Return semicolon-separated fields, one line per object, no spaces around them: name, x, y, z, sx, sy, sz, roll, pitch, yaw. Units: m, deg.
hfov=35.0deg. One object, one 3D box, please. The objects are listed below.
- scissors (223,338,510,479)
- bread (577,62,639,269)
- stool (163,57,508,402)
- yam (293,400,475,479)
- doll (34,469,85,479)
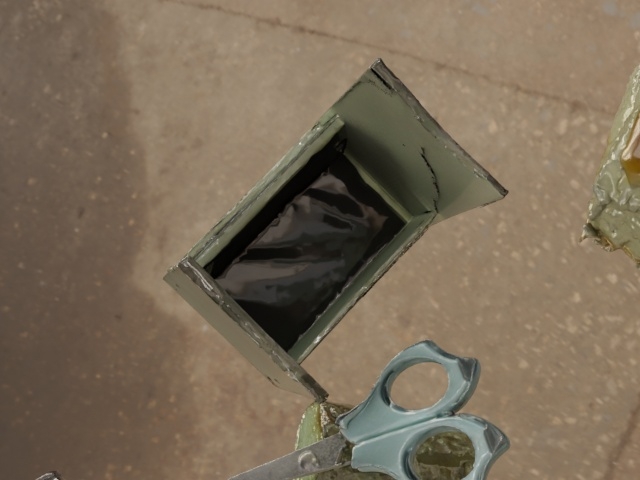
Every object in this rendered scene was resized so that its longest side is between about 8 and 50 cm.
scissors;0.016;0.227;1.094;0.360;0.029;0.191;-18;53;4
bread;0.425;-0.090;0.994;0.279;0.225;0.250;20;64;15
stool;0.000;0.000;0.950;0.170;0.269;0.243;44;80;-5
yam;0.098;0.312;1.372;0.268;0.161;0.161;12;75;-3
doll;-0.299;0.416;1.327;0.258;0.153;0.195;-4;108;47
